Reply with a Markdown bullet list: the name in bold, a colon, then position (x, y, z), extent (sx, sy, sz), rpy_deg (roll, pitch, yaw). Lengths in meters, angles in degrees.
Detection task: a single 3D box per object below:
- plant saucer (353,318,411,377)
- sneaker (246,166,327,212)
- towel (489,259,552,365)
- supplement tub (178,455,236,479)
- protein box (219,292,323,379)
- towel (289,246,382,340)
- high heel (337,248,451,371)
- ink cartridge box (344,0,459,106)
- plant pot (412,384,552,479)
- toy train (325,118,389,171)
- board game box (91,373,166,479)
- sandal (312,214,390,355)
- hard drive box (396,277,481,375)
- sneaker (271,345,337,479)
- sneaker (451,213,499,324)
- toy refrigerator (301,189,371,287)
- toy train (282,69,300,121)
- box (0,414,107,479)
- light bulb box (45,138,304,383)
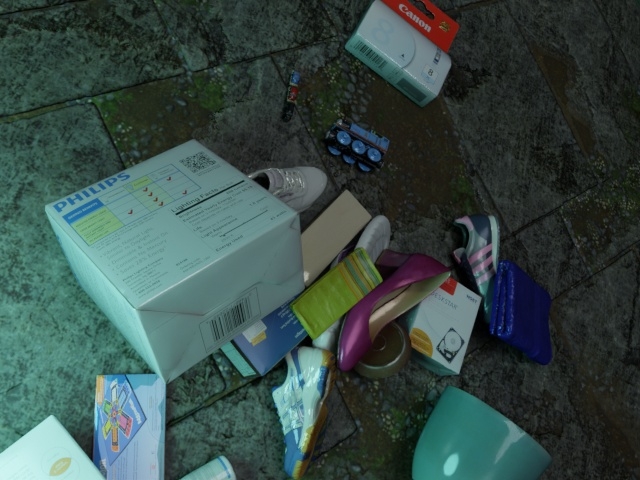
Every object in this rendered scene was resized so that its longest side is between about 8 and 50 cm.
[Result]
- **plant saucer**: position (0.142, 0.259, 1.459), extent (0.168, 0.029, 0.168), rpy_deg (-6, 52, 8)
- **sneaker**: position (-0.099, -0.123, 1.442), extent (0.305, 0.152, 0.114), rpy_deg (-20, 82, -30)
- **towel**: position (0.565, 0.207, 1.649), extent (0.308, 0.076, 0.228), rpy_deg (32, 57, -44)
- **supplement tub**: position (-0.238, 0.510, 1.236), extent (0.107, 0.071, 0.071), rpy_deg (-21, 85, -29)
- **protein box**: position (-0.145, 0.174, 1.341), extent (0.200, 0.136, 0.201), rpy_deg (-40, 94, -29)
- **towel**: position (0.042, 0.119, 1.353), extent (0.237, 0.021, 0.102), rpy_deg (-38, 97, -28)
- **high heel**: position (0.178, 0.171, 1.418), extent (0.181, 0.127, 0.377), rpy_deg (14, 56, 24)
- **ink cartridge box**: position (0.283, -0.650, 1.814), extent (0.308, 0.091, 0.385), rpy_deg (33, 65, -14)
- **plant pot**: position (0.358, 0.533, 1.405), extent (0.293, 0.293, 0.235), rpy_deg (42, 78, -9)
- **toy train**: position (0.101, -0.269, 1.625), extent (0.184, 0.080, 0.105), rpy_deg (27, 56, -14)
- **board game box**: position (-0.395, 0.421, 1.212), extent (0.145, 0.027, 0.281), rpy_deg (5, 73, -26)
- **sandal**: position (0.063, 0.094, 1.479), extent (0.102, 0.169, 0.416), rpy_deg (16, 60, 23)
- **hard drive box**: position (0.310, 0.217, 1.574), extent (0.181, 0.089, 0.232), rpy_deg (31, 64, -15)
- **sneaker**: position (-0.053, 0.390, 1.355), extent (0.131, 0.112, 0.296), rpy_deg (10, 83, 20)
- **sneaker**: position (0.440, 0.080, 1.685), extent (0.131, 0.112, 0.319), rpy_deg (3, 75, 0)
- **toy refrigerator**: position (0.000, 0.000, 1.487), extent (0.102, 0.094, 0.269), rpy_deg (47, 63, -7)
- **toy train**: position (-0.078, -0.400, 1.597), extent (0.027, 0.036, 0.158), rpy_deg (16, 69, -21)
- **box**: position (-0.447, 0.521, 1.023), extent (0.345, 0.168, 0.215), rpy_deg (44, 60, 13)
- **light bulb box**: position (-0.282, 0.019, 1.177), extent (0.358, 0.225, 0.361), rpy_deg (-32, 50, -29)
